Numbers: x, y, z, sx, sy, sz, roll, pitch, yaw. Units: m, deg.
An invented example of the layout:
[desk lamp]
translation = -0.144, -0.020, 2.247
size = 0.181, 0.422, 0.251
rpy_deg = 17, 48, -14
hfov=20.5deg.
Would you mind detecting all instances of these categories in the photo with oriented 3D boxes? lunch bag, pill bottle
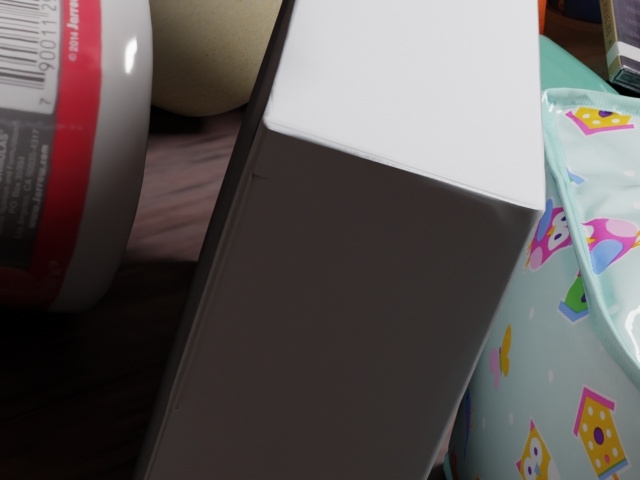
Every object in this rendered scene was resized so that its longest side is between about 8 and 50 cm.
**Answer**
[lunch bag]
translation = 0.148, 0.095, 0.709
size = 0.160, 0.223, 0.262
rpy_deg = 4, 32, -8
[pill bottle]
translation = -0.249, -0.066, 0.812
size = 0.318, 0.176, 0.176
rpy_deg = 7, 32, -18

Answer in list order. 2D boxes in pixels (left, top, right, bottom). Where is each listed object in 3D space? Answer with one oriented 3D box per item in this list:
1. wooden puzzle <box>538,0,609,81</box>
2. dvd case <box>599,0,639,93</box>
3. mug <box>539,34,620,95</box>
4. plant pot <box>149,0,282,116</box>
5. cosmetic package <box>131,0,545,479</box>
[wooden puzzle]
translation = 0.104, -0.190, 1.212
size = 0.348, 0.080, 0.322
rpy_deg = -9, 29, -27
[dvd case]
translation = 0.242, -0.147, 1.096
size = 0.164, 0.018, 0.221
rpy_deg = 19, 43, -17
[mug]
translation = 0.112, -0.029, 1.007
size = 0.097, 0.158, 0.129
rpy_deg = 44, 7, 33
[plant pot]
translation = -0.119, -0.197, 0.999
size = 0.256, 0.256, 0.274
rpy_deg = 51, 1, 43
[cosmetic package]
translation = 0.000, 0.000, 0.728
size = 0.097, 0.284, 0.377
rpy_deg = 16, 31, -3
